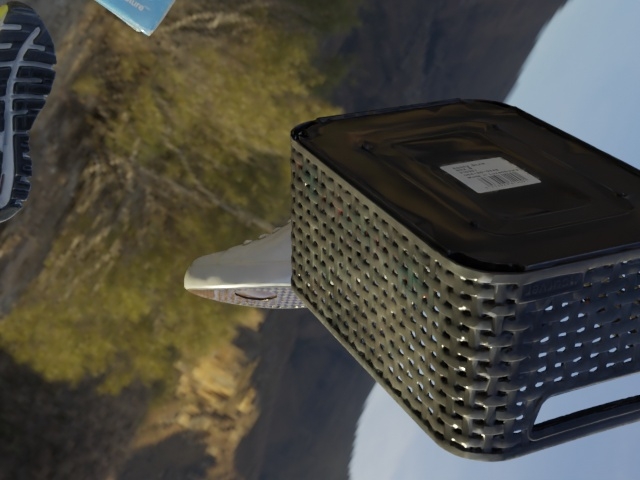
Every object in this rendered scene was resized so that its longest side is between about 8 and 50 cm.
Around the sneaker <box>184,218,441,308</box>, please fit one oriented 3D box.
[{"bbox_3d":[0.000,0.000,1.143,0.106,0.290,0.123,51,34,-70],"label":"sneaker"}]

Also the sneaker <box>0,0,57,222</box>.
[{"bbox_3d":[-0.316,-0.126,1.035,0.081,0.094,0.209,-5,117,-55],"label":"sneaker"}]

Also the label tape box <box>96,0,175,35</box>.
[{"bbox_3d":[-0.116,-0.339,0.692,0.334,0.240,0.106,-52,-166,19],"label":"label tape box"}]

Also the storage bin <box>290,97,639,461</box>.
[{"bbox_3d":[0.071,0.005,0.490,0.180,0.122,0.084,-138,-137,-56],"label":"storage bin"}]
